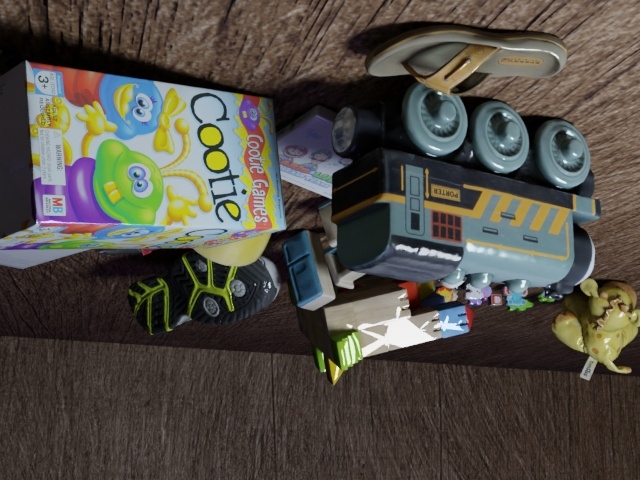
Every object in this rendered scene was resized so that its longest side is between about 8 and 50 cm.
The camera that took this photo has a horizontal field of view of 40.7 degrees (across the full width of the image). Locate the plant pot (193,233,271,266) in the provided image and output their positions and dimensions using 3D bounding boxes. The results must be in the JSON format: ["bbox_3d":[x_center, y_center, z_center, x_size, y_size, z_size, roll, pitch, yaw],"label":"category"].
[{"bbox_3d":[-0.107,-0.049,1.088,0.134,0.134,0.095,11,136,-33],"label":"plant pot"}]

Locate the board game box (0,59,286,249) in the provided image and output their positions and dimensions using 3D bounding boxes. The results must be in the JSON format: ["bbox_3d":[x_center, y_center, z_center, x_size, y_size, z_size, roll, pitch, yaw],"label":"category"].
[{"bbox_3d":[-0.186,-0.069,0.845,0.275,0.142,0.144,-1,171,-44],"label":"board game box"}]

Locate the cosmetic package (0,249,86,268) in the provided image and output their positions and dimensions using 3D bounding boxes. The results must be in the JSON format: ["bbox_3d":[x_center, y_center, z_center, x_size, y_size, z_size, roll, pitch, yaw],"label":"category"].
[{"bbox_3d":[-0.442,-0.020,1.296,0.231,0.086,0.117,-14,159,42],"label":"cosmetic package"}]

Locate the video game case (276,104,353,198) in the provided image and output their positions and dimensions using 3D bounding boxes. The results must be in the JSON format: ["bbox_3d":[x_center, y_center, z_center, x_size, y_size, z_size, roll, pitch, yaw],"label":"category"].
[{"bbox_3d":[0.015,-0.094,1.002,0.157,0.019,0.143,20,151,-32],"label":"video game case"}]

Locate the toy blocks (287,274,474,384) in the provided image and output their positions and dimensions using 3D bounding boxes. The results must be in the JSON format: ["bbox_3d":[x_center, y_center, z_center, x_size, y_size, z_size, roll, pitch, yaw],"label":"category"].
[{"bbox_3d":[0.107,0.118,1.564,0.260,0.191,0.381,-12,-172,-12],"label":"toy blocks"}]

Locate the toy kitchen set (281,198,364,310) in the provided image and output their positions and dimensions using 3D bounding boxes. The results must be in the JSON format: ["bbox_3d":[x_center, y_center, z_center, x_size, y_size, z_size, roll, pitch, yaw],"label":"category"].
[{"bbox_3d":[0.000,0.000,1.325,0.207,0.122,0.166,-31,150,29],"label":"toy kitchen set"}]

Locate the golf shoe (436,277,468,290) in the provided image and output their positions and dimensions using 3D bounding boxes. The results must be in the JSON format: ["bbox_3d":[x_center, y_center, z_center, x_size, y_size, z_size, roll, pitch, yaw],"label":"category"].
[{"bbox_3d":[0.211,0.025,1.372,0.077,0.094,0.198,-4,163,25],"label":"golf shoe"}]

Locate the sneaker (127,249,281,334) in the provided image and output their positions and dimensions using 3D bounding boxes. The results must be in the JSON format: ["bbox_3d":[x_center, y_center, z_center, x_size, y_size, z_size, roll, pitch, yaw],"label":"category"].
[{"bbox_3d":[-0.201,0.071,1.574,0.384,0.145,0.147,-11,-165,45],"label":"sneaker"}]

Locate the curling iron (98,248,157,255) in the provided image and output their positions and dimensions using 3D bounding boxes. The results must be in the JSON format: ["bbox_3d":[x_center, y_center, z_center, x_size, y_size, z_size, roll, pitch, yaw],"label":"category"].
[{"bbox_3d":[-0.286,0.009,1.483,0.273,0.035,0.068,-8,163,33],"label":"curling iron"}]

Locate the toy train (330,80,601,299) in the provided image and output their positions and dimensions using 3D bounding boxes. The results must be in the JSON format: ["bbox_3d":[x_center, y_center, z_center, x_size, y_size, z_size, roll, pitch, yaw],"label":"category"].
[{"bbox_3d":[0.158,-0.043,0.908,0.333,0.190,0.142,10,164,-30],"label":"toy train"}]

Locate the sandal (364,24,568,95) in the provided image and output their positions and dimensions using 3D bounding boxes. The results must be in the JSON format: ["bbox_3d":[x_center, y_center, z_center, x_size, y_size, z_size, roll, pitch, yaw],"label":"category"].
[{"bbox_3d":[0.130,-0.153,0.763,0.180,0.049,0.072,2,166,-2],"label":"sandal"}]

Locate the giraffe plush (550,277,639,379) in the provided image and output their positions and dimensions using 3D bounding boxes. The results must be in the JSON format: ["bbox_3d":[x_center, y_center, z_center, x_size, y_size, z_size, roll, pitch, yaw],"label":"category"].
[{"bbox_3d":[0.568,0.149,1.729,0.181,0.210,0.171,12,134,7],"label":"giraffe plush"}]

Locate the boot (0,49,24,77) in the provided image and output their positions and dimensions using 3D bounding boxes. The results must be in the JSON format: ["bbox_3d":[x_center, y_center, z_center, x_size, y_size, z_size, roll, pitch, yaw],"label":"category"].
[{"bbox_3d":[-0.346,-0.163,0.766,0.136,0.077,0.198,-3,179,3],"label":"boot"}]

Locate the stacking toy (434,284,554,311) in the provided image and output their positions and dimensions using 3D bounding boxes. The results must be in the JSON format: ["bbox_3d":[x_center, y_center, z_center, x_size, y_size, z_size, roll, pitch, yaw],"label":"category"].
[{"bbox_3d":[0.365,0.110,1.784,0.221,0.052,0.167,3,168,-11],"label":"stacking toy"}]
